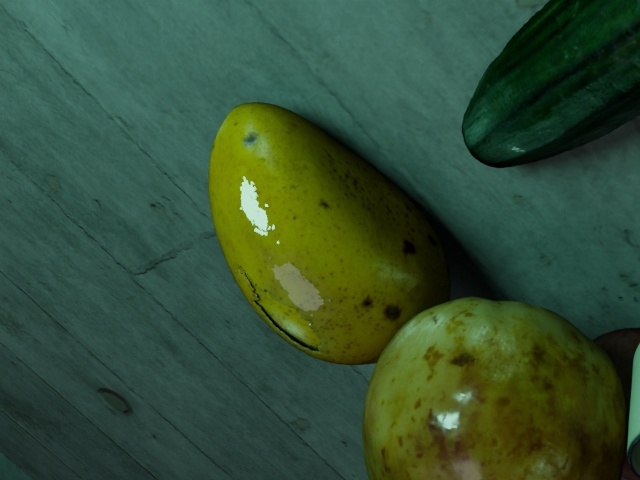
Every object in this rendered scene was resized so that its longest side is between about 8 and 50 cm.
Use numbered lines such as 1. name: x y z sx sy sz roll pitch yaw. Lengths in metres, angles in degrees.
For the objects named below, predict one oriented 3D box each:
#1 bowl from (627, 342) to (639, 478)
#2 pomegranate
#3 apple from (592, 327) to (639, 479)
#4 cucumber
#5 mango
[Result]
1. bowl: 0.342 0.100 0.654 0.237 0.126 0.238 0 145 0
2. pomegranate: 0.143 0.159 0.735 0.248 0.248 0.248 19 140 17
3. apple: 0.307 0.159 0.816 0.153 0.120 0.153 18 139 16
4. cucumber: 0.192 -0.116 0.652 0.115 0.063 0.244 39 143 -6
5. mango: 0.000 0.000 0.814 0.160 0.191 0.290 -29 107 41
